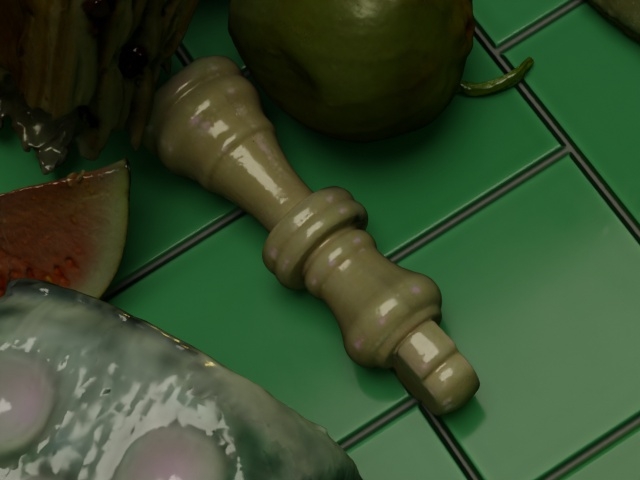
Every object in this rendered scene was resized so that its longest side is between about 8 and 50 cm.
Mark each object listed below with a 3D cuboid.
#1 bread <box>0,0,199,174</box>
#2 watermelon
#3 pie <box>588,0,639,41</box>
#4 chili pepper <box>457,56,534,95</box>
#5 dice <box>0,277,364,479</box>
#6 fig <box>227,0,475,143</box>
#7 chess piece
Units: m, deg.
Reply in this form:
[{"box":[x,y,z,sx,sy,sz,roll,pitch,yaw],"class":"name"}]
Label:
[{"box":[-0.232,-0.218,1.481,0.191,0.370,0.314,-20,54,-27],"class":"bread"},{"box":[-0.299,-0.005,1.527,0.303,0.159,0.128,-12,36,6],"class":"watermelon"},{"box":[0.372,-0.317,1.575,0.315,0.092,0.315,-4,65,7],"class":"pie"},{"box":[0.165,-0.155,1.574,0.083,0.017,0.030,-12,64,4],"class":"chili pepper"},{"box":[-0.172,0.250,1.280,0.330,0.328,0.348,20,71,16],"class":"dice"},{"box":[0.029,-0.185,1.514,0.230,0.207,0.207,-21,63,23],"class":"fig"},{"box":[0.000,0.000,1.487,0.117,0.117,0.397,-40,69,-9],"class":"chess piece"}]
